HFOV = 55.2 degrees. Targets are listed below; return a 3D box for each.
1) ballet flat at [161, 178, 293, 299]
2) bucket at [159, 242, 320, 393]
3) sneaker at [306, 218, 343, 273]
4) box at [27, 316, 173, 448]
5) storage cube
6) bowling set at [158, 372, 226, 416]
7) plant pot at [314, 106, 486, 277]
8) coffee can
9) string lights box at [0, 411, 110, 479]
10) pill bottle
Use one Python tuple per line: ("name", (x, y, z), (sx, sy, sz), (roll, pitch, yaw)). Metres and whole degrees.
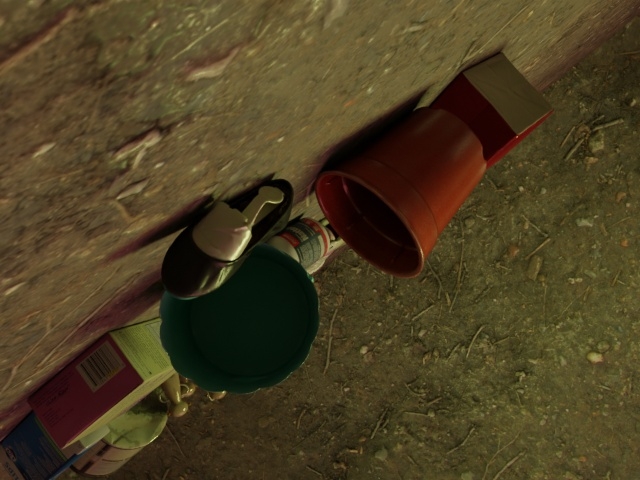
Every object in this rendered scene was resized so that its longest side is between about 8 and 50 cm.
("ballet flat", (-0.124, -0.022, 0.880), (0.096, 0.095, 0.280), (-55, 175, 38))
("bucket", (-0.138, 0.135, 1.110), (0.281, 0.281, 0.183), (-38, 176, -5))
("sneaker", (0.000, 0.000, 1.752), (0.252, 0.103, 0.111), (-44, 171, -5))
("box", (-0.410, 0.274, 1.232), (0.213, 0.117, 0.243), (-39, 173, 8))
("storage cube", (0.365, -0.275, 1.379), (0.215, 0.183, 0.193), (-33, 171, -37))
("bowling set", (-0.321, 0.358, 1.676), (0.287, 0.154, 0.200), (-18, 178, -26))
("plant pot", (0.177, -0.112, 1.231), (0.265, 0.272, 0.272), (-44, 176, -20))
("coffee can", (-0.547, 0.488, 1.616), (0.201, 0.201, 0.275), (-32, 171, -48))
("string lights box", (-0.583, 0.433, 1.316), (0.260, 0.133, 0.077), (-41, 174, 27))
("pill bottle", (-0.072, 0.027, 1.417), (0.180, 0.108, 0.108), (-33, 172, -43))
